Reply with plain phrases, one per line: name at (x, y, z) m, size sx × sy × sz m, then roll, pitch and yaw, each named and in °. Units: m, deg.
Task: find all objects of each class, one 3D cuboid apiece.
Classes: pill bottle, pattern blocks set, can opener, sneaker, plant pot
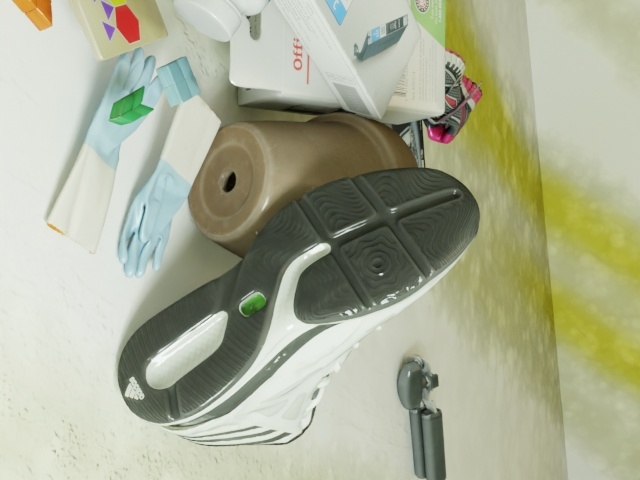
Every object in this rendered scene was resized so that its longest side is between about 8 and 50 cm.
pill bottle at (-0.090, -0.336, 1.182) m, size 0.193 × 0.108 × 0.108 m, roll -59°, pitch 148°, yaw -11°
pattern blocks set at (-0.226, -0.277, 1.010) m, size 0.285 × 0.026 × 0.324 m, roll -29°, pitch 104°, yaw -63°
can opener at (0.198, 0.360, 2.009) m, size 0.093 × 0.074 × 0.280 m, roll -19°, pitch 110°, yaw -29°
sneaker at (-0.006, 0.093, 1.203) m, size 0.169 × 0.448 × 0.257 m, roll 57°, pitch -3°, yaw 27°
sneaker at (0.194, -0.260, 1.728) m, size 0.299 × 0.121 × 0.112 m, roll 32°, pitch 82°, yaw -56°
plant pot at (-0.039, -0.056, 1.281) m, size 0.229 × 0.263 × 0.262 m, roll 13°, pitch 77°, yaw -46°

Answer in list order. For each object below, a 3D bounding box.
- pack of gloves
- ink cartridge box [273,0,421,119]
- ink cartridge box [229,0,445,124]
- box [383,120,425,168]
pack of gloves at (-0.211, -0.084, 1.113) m, size 0.195 × 0.046 × 0.232 m, roll 48°, pitch 58°, yaw -57°
ink cartridge box at (0.058, -0.329, 1.209) m, size 0.261 × 0.066 × 0.296 m, roll -66°, pitch 154°, yaw -12°
ink cartridge box at (0.003, -0.280, 1.376) m, size 0.354 × 0.119 × 0.207 m, roll 2°, pitch 88°, yaw -35°
box at (0.111, -0.178, 1.774) m, size 0.242 × 0.077 × 0.307 m, roll -30°, pitch 118°, yaw -63°
